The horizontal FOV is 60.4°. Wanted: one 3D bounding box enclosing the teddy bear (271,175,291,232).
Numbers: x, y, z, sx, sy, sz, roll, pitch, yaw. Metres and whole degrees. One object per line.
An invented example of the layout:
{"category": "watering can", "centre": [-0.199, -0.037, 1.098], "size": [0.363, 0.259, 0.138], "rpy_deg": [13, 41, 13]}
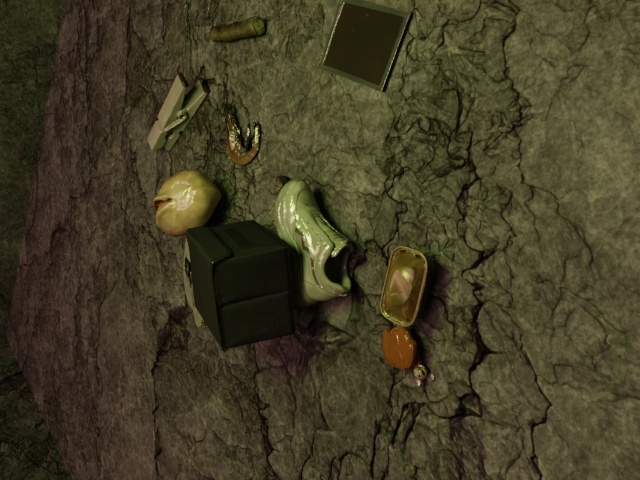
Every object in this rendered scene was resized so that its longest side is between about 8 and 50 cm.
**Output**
{"category": "teddy bear", "centre": [-0.096, -0.104, 1.568], "size": [0.119, 0.077, 0.161], "rpy_deg": [-130, 42, -75]}

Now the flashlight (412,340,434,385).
{"category": "flashlight", "centre": [0.222, 0.277, 1.272], "size": [0.052, 0.031, 0.111], "rpy_deg": [-23, 69, 11]}

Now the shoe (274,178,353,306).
{"category": "shoe", "centre": [0.000, 0.000, 1.437], "size": [0.210, 0.132, 0.342], "rpy_deg": [-8, 89, 42]}

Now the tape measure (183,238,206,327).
{"category": "tape measure", "centre": [-0.366, 0.112, 1.756], "size": [0.265, 0.130, 0.259], "rpy_deg": [37, 126, 56]}

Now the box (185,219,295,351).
{"category": "box", "centre": [-0.224, 0.107, 1.498], "size": [0.345, 0.204, 0.252], "rpy_deg": [-148, 52, -62]}

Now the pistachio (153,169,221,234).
{"category": "pistachio", "centre": [-0.449, -0.118, 1.828], "size": [0.318, 0.213, 0.194], "rpy_deg": [-29, 71, 60]}

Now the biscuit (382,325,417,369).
{"category": "biscuit", "centre": [0.184, 0.252, 1.293], "size": [0.130, 0.019, 0.102], "rpy_deg": [-18, 76, 62]}

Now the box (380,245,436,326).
{"category": "box", "centre": [0.196, 0.103, 1.251], "size": [0.111, 0.111, 0.177], "rpy_deg": [21, 104, 43]}

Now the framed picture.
{"category": "framed picture", "centre": [0.107, -0.506, 1.408], "size": [0.252, 0.014, 0.197], "rpy_deg": [35, 114, 40]}

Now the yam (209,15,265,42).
{"category": "yam", "centre": [-0.272, -0.669, 1.755], "size": [0.252, 0.061, 0.061], "rpy_deg": [13, 99, 45]}

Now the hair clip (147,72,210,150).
{"category": "hair clip", "centre": [-0.521, -0.451, 1.977], "size": [0.331, 0.101, 0.085], "rpy_deg": [-47, 63, 35]}

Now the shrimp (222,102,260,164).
{"category": "shrimp", "centre": [-0.255, -0.352, 1.743], "size": [0.152, 0.046, 0.220], "rpy_deg": [-25, 76, 43]}
